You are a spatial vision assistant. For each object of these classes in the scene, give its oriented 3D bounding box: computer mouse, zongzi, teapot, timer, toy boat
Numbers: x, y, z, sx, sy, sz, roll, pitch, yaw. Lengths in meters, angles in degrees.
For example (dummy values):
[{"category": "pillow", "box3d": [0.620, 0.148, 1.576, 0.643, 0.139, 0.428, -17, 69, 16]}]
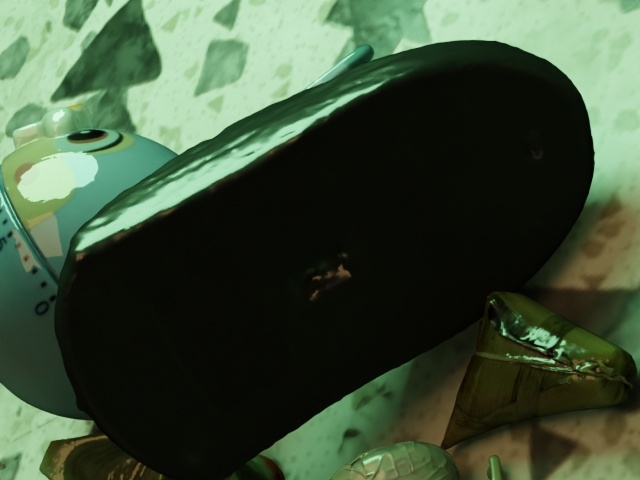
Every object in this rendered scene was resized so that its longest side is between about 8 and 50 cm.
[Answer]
[{"category": "computer mouse", "box3d": [0.000, 0.000, 0.679, 0.269, 0.138, 0.086, -31, 17, -6]}, {"category": "zongzi", "box3d": [0.094, 0.073, 0.639, 0.076, 0.040, 0.083, 30, 99, 42]}, {"category": "teapot", "box3d": [0.047, 0.127, 0.636, 0.083, 0.064, 0.064, -17, 57, -3]}, {"category": "timer", "box3d": [-0.097, -0.025, 0.775, 0.175, 0.175, 0.255, 35, 98, 48]}, {"category": "toy boat", "box3d": [-0.064, 0.135, 0.719, 0.185, 0.071, 0.089, 7, 72, 45]}]
